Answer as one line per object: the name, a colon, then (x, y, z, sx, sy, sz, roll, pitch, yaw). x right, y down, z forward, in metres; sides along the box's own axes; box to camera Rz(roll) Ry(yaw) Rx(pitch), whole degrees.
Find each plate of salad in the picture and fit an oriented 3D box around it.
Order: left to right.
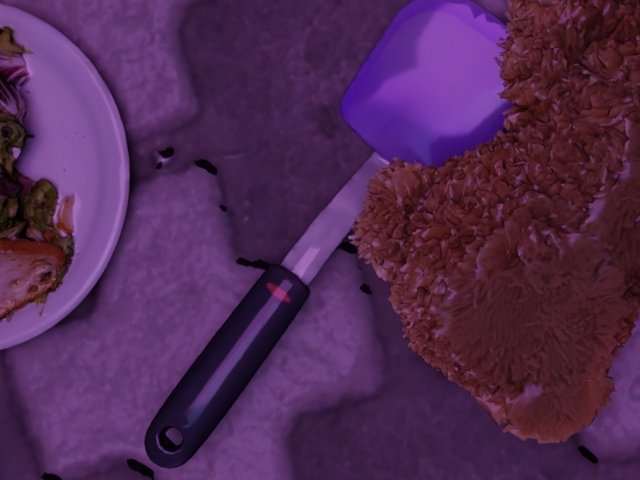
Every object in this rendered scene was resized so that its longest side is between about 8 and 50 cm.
plate of salad: (-0.204, -0.035, 0.863, 0.200, 0.048, 0.199, 0, 91, 11)

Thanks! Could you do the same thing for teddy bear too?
teddy bear: (0.178, -0.055, 0.771, 0.245, 0.113, 0.338, 30, 95, -9)

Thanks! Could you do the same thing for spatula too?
spatula: (0.000, 0.000, 0.827, 0.084, 0.030, 0.296, 38, 90, 6)
